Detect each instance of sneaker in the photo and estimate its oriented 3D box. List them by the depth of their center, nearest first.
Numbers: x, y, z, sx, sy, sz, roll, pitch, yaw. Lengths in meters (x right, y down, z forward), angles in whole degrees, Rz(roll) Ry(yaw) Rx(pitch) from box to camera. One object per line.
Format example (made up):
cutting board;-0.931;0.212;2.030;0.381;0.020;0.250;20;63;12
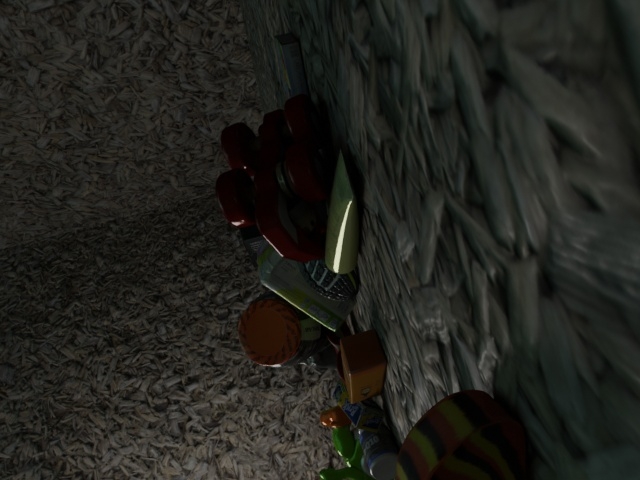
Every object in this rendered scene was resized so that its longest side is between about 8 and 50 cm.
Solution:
sneaker;0.000;0.000;1.011;0.300;0.121;0.111;54;132;25
sneaker;0.092;0.318;1.212;0.128;0.087;0.221;58;-172;-39

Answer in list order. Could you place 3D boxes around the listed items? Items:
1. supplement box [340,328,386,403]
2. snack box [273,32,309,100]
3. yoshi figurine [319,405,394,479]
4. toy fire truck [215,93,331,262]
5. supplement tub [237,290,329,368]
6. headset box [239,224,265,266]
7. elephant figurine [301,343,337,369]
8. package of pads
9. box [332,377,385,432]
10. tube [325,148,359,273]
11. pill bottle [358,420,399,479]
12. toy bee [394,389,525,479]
supplement box;0.088;0.272;0.973;0.233;0.078;0.080;83;170;-54
snack box;-0.055;-0.332;0.924;0.100;0.037;0.141;-111;7;-56
yoshi figurine;0.116;0.638;1.266;0.362;0.204;0.203;69;-171;27
toy fire truck;-0.047;-0.092;0.843;0.254;0.169;0.302;51;-153;-46
supplement tub;-0.081;0.236;1.294;0.338;0.207;0.207;10;-117;-72
headset box;-0.141;-0.041;1.551;0.283;0.246;0.131;86;167;-69
elephant figurine;0.013;0.295;1.525;0.169;0.186;0.239;-10;66;52
package of pads;-0.049;0.083;1.174;0.229;0.101;0.296;36;-175;-16
box;0.089;0.397;1.122;0.054;0.059;0.169;-69;19;-1
tube;0.039;-0.030;0.752;0.070;0.062;0.240;33;152;22
pill bottle;0.136;0.480;1.083;0.137;0.078;0.078;-118;13;-66
toy bee;0.105;0.283;0.366;0.195;0.162;0.298;106;148;-77
